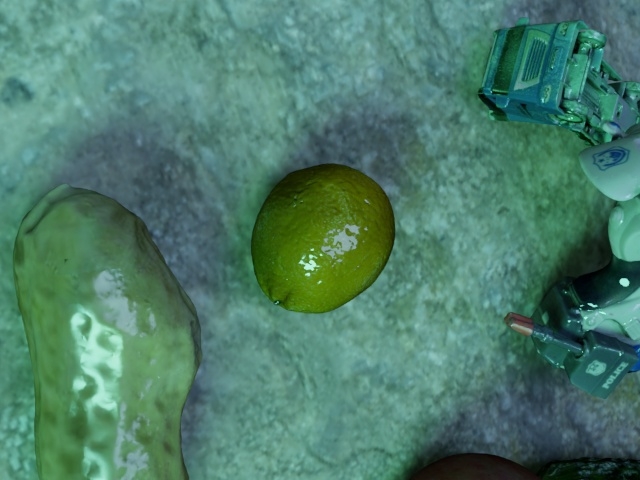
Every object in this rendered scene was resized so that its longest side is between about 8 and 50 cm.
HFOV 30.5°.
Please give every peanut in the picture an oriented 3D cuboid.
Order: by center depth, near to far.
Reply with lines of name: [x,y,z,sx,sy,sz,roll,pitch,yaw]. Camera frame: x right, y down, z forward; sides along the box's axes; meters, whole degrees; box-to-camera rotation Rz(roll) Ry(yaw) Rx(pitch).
peanut: [-0.113,0.077,0.621,0.100,0.099,0.214,-1,92,-34]

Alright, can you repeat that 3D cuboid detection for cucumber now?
cucumber: [0.264,0.198,0.896,0.294,0.067,0.067,11,86,-29]

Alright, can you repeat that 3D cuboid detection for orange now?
orange: [0.000,0.000,0.699,0.095,0.085,0.085,-49,117,-15]

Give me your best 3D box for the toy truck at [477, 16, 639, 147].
toy truck: [0.179,-0.096,0.832,0.175,0.081,0.067,25,78,-51]

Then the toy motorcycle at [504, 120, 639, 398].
toy motorcycle: [0.214,0.007,0.785,0.150,0.102,0.221,17,121,-22]

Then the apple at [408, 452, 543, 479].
apple: [0.105,0.218,0.753,0.153,0.120,0.153,-7,104,-29]
